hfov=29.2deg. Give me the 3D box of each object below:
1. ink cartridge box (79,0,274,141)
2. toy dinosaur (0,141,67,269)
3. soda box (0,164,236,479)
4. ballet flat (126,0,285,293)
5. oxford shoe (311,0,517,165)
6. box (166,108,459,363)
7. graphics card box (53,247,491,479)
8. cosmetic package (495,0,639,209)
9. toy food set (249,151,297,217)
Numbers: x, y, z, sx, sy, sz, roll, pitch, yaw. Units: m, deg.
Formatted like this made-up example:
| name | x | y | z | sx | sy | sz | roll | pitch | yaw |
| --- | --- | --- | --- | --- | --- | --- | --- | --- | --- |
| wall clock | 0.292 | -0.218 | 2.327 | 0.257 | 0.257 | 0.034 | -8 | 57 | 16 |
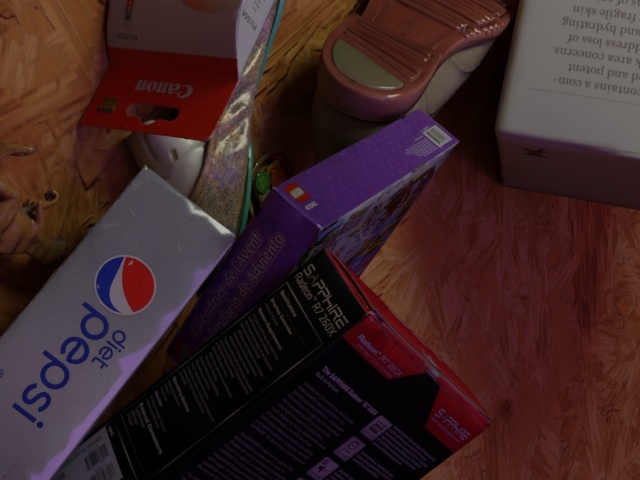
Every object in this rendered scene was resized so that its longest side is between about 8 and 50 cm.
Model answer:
| name | x | y | z | sx | sy | sz | roll | pitch | yaw |
| --- | --- | --- | --- | --- | --- | --- | --- | --- | --- |
| ink cartridge box | -0.122 | -0.174 | 1.013 | 0.045 | 0.145 | 0.179 | 50 | 58 | -51 |
| toy dinosaur | -0.255 | -0.020 | 0.931 | 0.211 | 0.064 | 0.112 | 14 | 86 | -53 |
| soda box | -0.191 | 0.084 | 0.956 | 0.098 | 0.091 | 0.286 | 38 | 66 | -5 |
| ballet flat | -0.113 | -0.114 | 1.092 | 0.106 | 0.107 | 0.316 | 15 | 78 | -33 |
| oxford shoe | 0.093 | -0.195 | 1.340 | 0.397 | 0.140 | 0.146 | -41 | 157 | -47 |
| box | 0.000 | 0.000 | 1.118 | 0.201 | 0.057 | 0.293 | -56 | 168 | 31 |
| graphics card box | -0.064 | 0.195 | 1.032 | 0.371 | 0.094 | 0.233 | -40 | 137 | 6 |
| cosmetic package | 0.403 | -0.251 | 1.460 | 0.327 | 0.329 | 0.394 | 40 | 61 | -78 |
| toy food set | -0.045 | -0.048 | 1.237 | 0.082 | 0.020 | 0.083 | -44 | 129 | -40 |
